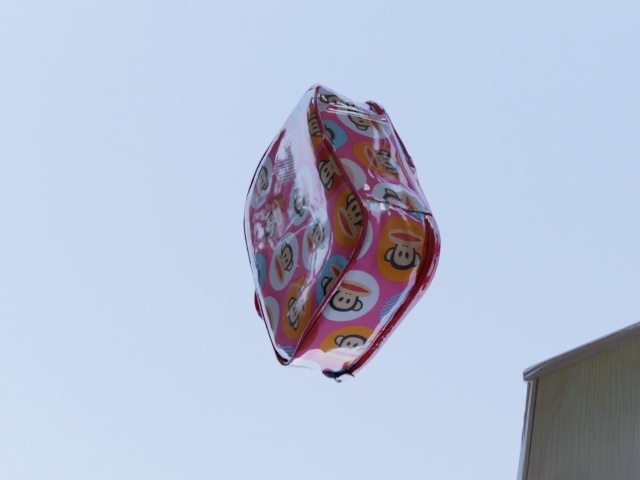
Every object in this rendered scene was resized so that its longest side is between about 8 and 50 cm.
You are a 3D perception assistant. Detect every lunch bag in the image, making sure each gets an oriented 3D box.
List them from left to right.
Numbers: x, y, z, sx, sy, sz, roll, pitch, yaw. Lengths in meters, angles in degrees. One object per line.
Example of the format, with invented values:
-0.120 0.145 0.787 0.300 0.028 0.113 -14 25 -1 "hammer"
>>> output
0.000 0.000 1.070 0.258 0.120 0.293 -57 -148 32 "lunch bag"

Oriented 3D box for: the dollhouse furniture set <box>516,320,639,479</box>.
0.335 0.262 0.716 0.362 0.394 0.256 -35 -149 47 "dollhouse furniture set"
